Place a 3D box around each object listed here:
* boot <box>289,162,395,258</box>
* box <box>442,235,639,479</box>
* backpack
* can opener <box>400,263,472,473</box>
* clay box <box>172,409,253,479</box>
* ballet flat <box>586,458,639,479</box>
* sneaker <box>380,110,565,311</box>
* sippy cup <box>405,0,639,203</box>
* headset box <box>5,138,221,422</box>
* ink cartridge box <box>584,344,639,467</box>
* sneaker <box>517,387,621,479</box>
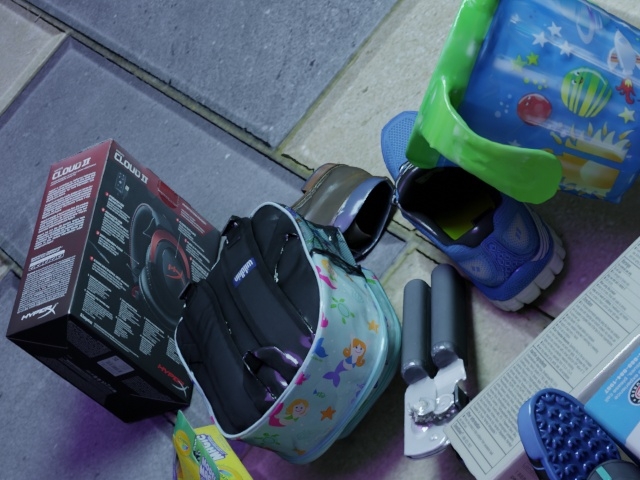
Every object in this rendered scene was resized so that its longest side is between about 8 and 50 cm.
[{"bbox_3d":[0.000,0.000,2.036,0.106,0.082,0.219,6,60,50],"label":"boot"},{"bbox_3d":[0.275,0.126,1.594,0.311,0.121,0.148,-44,20,5],"label":"box"},{"bbox_3d":[-0.028,0.111,1.863,0.225,0.191,0.253,-54,28,15],"label":"backpack"},{"bbox_3d":[0.124,0.135,1.802,0.074,0.093,0.280,-29,32,20],"label":"can opener"},{"bbox_3d":[-0.108,0.291,1.787,0.053,0.222,0.127,-9,30,-23],"label":"clay box"},{"bbox_3d":[0.293,0.261,1.418,0.074,0.203,0.074,-43,1,1],"label":"ballet flat"},{"bbox_3d":[0.144,-0.065,1.900,0.130,0.147,0.330,-44,37,5],"label":"sneaker"},{"bbox_3d":[0.228,-0.150,1.753,0.224,0.240,0.305,22,71,4],"label":"sippy cup"},{"bbox_3d":[-0.241,0.038,2.124,0.110,0.218,0.293,-19,46,32],"label":"headset box"},{"bbox_3d":[0.396,0.173,1.396,0.198,0.197,0.270,-47,37,0],"label":"ink cartridge box"},{"bbox_3d":[0.228,0.239,1.498,0.081,0.232,0.090,-29,-5,-38],"label":"sneaker"}]
